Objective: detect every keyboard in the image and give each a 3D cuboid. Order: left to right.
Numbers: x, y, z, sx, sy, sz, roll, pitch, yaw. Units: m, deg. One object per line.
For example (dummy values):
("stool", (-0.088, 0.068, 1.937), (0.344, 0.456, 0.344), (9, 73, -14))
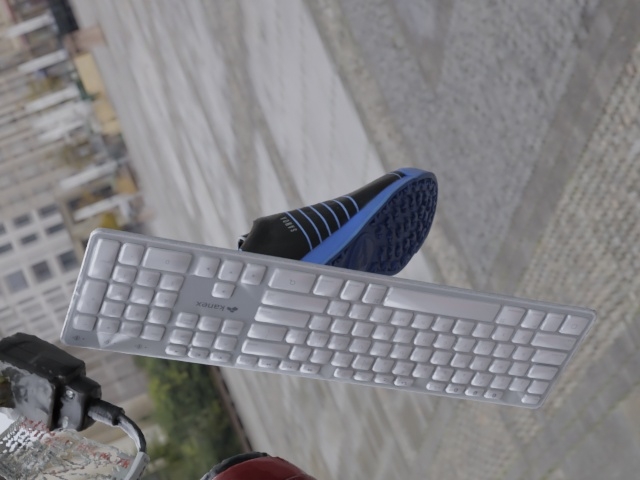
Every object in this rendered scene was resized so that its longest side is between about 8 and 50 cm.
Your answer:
("keyboard", (0.008, 0.041, 0.644), (0.014, 0.256, 0.072), (-99, 26, -43))

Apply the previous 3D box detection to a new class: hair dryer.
("hair dryer", (-0.071, 0.179, 0.572), (0.293, 0.223, 0.080), (23, 138, 9))

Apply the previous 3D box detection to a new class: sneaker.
("sneaker", (0.000, 0.000, 0.994), (0.090, 0.232, 0.081), (20, 126, 29))
